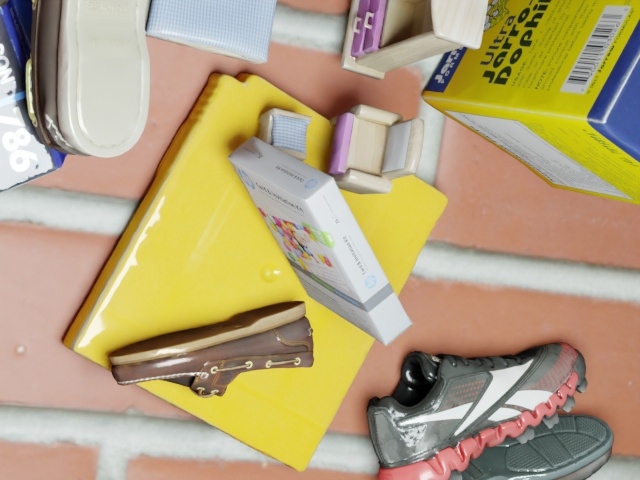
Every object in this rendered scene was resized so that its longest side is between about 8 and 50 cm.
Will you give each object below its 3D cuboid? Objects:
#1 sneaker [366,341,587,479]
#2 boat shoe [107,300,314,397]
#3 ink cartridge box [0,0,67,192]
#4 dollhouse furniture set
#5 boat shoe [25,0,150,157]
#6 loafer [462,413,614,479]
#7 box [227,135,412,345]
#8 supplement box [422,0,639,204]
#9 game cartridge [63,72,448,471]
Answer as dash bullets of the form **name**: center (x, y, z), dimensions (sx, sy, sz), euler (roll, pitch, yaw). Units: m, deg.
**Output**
- **sneaker**: center (0.159, 0.158, 1.929), dimensions (0.276, 0.097, 0.135), euler (-28, 97, -25)
- **boat shoe**: center (-0.099, 0.114, 1.771), dimensions (0.207, 0.073, 0.073), euler (-12, 100, -21)
- **ink cartridge box**: center (-0.359, -0.107, 1.686), dimensions (0.332, 0.065, 0.165), euler (-25, 106, -19)
- **dollhouse furniture set**: center (-0.028, -0.219, 1.709), dimensions (0.303, 0.198, 0.286), euler (14, 80, -24)
- **boat shoe**: center (-0.204, -0.237, 1.663), dimensions (0.116, 0.097, 0.324), euler (4, 91, -39)
- **loafer**: center (0.189, 0.265, 1.975), dimensions (0.267, 0.096, 0.084), euler (-19, 125, -13)
- **box**: center (0.000, 0.000, 1.739), dimensions (0.038, 0.145, 0.186), euler (-39, 125, -15)
- **supplement box**: center (0.289, -0.161, 1.796), dimensions (0.194, 0.356, 0.195), euler (32, 85, -25)
- **game cartridge**: center (-0.059, 0.028, 1.847), dimensions (0.285, 0.052, 0.324), euler (32, 82, -24)
